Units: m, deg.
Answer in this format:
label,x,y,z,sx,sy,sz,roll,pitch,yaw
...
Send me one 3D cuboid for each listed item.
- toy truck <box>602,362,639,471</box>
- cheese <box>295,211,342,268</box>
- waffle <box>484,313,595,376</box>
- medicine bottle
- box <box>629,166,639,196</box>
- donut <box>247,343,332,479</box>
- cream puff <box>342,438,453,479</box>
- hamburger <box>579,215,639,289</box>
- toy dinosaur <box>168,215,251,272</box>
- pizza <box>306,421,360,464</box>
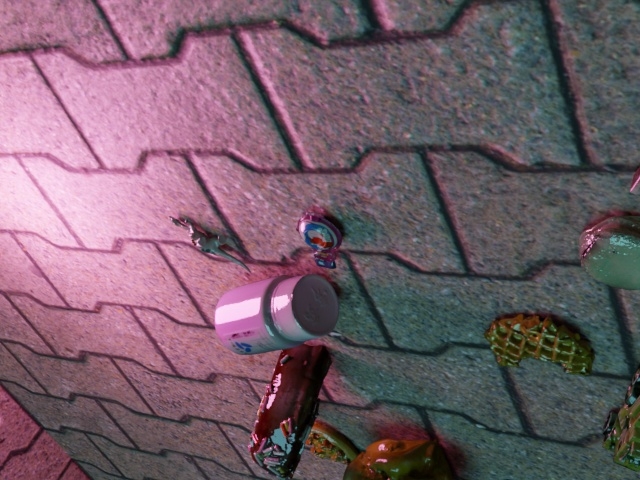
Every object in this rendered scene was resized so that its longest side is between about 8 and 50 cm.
label,x,y,z,sx,sy,sz,roll,pitch,yaw
toy truck,0.582,0.339,1.573,0.128,0.135,0.260,23,147,12
cheese,0.000,0.000,1.661,0.095,0.038,0.145,12,140,24
waffle,0.394,0.198,1.608,0.194,0.051,0.149,-8,128,41
medicine bottle,-0.091,0.151,1.814,0.254,0.152,0.152,-15,125,46
box,0.470,-0.095,1.202,0.062,0.045,0.098,26,146,6
donut,-0.081,0.408,2.028,0.136,0.259,0.345,19,145,3
cream puff,0.214,0.616,2.040,0.257,0.324,0.291,-37,118,20
hamburger,0.459,0.022,1.339,0.133,0.062,0.140,34,142,-7
toy dinosaur,-0.236,0.010,1.851,0.187,0.044,0.106,36,160,-30
pizza,0.021,0.535,2.288,0.175,0.046,0.134,33,144,-4
